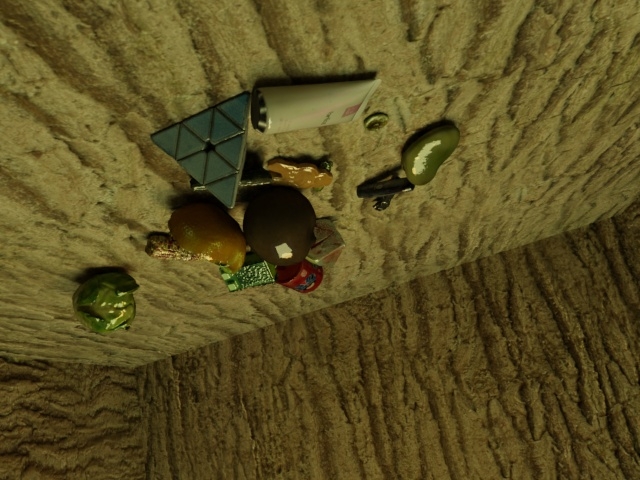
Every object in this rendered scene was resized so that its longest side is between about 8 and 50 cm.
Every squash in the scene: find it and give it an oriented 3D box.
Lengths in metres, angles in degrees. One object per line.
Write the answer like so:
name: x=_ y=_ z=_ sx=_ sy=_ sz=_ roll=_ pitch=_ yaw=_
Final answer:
squash: x=0.005 y=-0.236 z=1.675 sx=0.052 sy=0.052 sz=0.183 roll=-9 pitch=157 yaw=-17

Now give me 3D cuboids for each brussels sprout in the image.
brussels sprout: x=-0.922 y=0.267 z=2.006 sx=0.294 sy=0.259 sz=0.227 roll=-10 pitch=-169 yaw=4

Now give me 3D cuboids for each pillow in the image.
pillow: x=-0.284 y=-0.193 z=1.470 sx=0.255 sy=0.034 sz=0.189 roll=-10 pitch=-162 yaw=-14

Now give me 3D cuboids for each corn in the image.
corn: x=-0.571 y=0.038 z=1.892 sx=0.098 sy=0.098 sz=0.290 roll=-31 pitch=153 yaw=34

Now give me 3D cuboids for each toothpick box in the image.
toothpick box: x=-0.128 y=0.140 z=2.291 sx=0.204 sy=0.204 sz=0.333 roll=-21 pitch=161 yaw=13

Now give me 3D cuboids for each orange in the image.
orange: x=-0.386 y=-0.012 z=1.682 sx=0.196 sy=0.262 sz=0.334 roll=-34 pitch=149 yaw=3

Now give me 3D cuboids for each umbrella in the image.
umbrella: x=0.289 y=-0.199 z=1.961 sx=0.066 sy=0.059 sz=0.236 roll=-30 pitch=164 yaw=-27

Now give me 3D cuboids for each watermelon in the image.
watermelon: x=0.000 y=0.000 z=2.123 sx=0.201 sy=0.213 sz=0.261 roll=-39 pitch=159 yaw=12

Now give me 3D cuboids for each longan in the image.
longan: x=-0.148 y=-0.050 z=1.698 sx=0.297 sy=0.297 sz=0.297 roll=-13 pitch=159 yaw=-5

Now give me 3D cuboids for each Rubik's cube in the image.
Rubik's cube: x=-0.287 y=-0.256 z=1.308 sx=0.233 sy=0.229 sz=0.228 roll=14 pitch=142 yaw=47

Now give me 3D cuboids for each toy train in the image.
toy train: x=-0.311 y=0.111 z=2.056 sx=0.271 sy=0.188 sz=0.159 roll=-13 pitch=120 yaw=12

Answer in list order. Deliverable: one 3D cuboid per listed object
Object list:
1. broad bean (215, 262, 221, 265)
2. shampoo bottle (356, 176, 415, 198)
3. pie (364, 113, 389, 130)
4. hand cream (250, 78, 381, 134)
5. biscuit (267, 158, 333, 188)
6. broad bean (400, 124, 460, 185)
broad bean: x=-0.489 y=0.075 z=2.104 sx=0.075 sy=0.067 sz=0.325 roll=-54 pitch=145 yaw=10
shampoo bottle: x=0.255 y=-0.207 z=1.838 sx=0.233 sy=0.087 sz=0.049 roll=-7 pitch=120 yaw=29
pie: x=0.180 y=-0.378 z=1.487 sx=0.085 sy=0.017 sz=0.085 roll=-14 pitch=159 yaw=-5
hand cream: x=-0.015 y=-0.366 z=1.273 sx=0.358 sy=0.118 sz=0.185 roll=-13 pitch=160 yaw=-24
biscuit: x=-0.074 y=-0.223 z=1.611 sx=0.236 sy=0.040 sz=0.144 roll=8 pitch=158 yaw=-14
broad bean: x=0.391 y=-0.319 z=1.679 sx=0.189 sy=0.121 sz=0.263 roll=0 pitch=140 yaw=-34
